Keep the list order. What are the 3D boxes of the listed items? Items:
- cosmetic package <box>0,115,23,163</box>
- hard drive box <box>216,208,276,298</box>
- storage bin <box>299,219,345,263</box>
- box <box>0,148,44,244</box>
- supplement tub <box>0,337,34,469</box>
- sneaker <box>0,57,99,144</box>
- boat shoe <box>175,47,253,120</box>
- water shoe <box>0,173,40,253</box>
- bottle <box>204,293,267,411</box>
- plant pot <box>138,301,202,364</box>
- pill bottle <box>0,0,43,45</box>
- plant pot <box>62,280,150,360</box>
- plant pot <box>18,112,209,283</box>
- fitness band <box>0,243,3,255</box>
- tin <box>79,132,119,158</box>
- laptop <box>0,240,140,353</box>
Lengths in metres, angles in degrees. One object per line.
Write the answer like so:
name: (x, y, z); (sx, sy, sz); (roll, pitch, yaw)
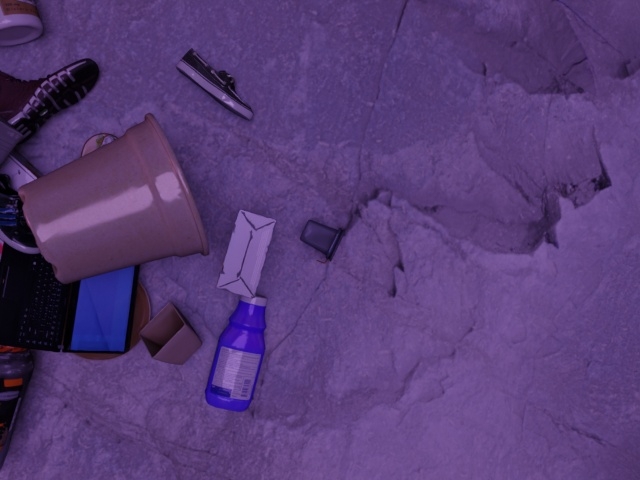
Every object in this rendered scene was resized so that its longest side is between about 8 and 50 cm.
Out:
cosmetic package: (-0.765, -0.178, 1.277); (0.127, 0.107, 0.238); (35, 85, 20)
hard drive box: (-0.172, 0.025, 1.403); (0.089, 0.232, 0.181); (17, 89, -7)
storage bin: (0.000, 0.000, 1.481); (0.091, 0.135, 0.098); (25, 89, 4)
box: (-0.733, -0.114, 1.399); (0.290, 0.087, 0.169); (43, 86, -6)
supplement tub: (-0.775, 0.350, 1.350); (0.207, 0.207, 0.337); (17, 90, -8)
sneaker: (-0.667, -0.363, 1.396); (0.162, 0.106, 0.281); (44, 75, 10)
boat shoe: (-0.243, -0.377, 1.458); (0.219, 0.078, 0.070); (38, 88, -5)
water shoe: (-0.662, -0.060, 1.301); (0.203, 0.073, 0.080); (47, 109, 9)
bottle: (-0.196, 0.268, 1.478); (0.118, 0.092, 0.282); (14, 90, -11)
plant pot: (-0.348, 0.233, 1.447); (0.109, 0.109, 0.096); (-47, 132, -3)
pill bottle: (-0.727, -0.572, 1.362); (0.131, 0.131, 0.229); (-18, 94, -6)
plant pot: (-0.531, 0.172, 1.463); (0.237, 0.032, 0.236); (0, 91, -8)
plant pot: (-0.445, -0.063, 1.291); (0.306, 0.334, 0.333); (-24, 95, -16)
fitness band: (-0.853, 0.051, 1.410); (0.291, 0.054, 0.208); (23, 86, -8)
tin: (-0.527, -0.163, 1.450); (0.106, 0.040, 0.189); (16, 90, -12)
laptop: (-0.563, 0.126, 1.345); (0.264, 0.137, 0.234); (23, 62, -48)
